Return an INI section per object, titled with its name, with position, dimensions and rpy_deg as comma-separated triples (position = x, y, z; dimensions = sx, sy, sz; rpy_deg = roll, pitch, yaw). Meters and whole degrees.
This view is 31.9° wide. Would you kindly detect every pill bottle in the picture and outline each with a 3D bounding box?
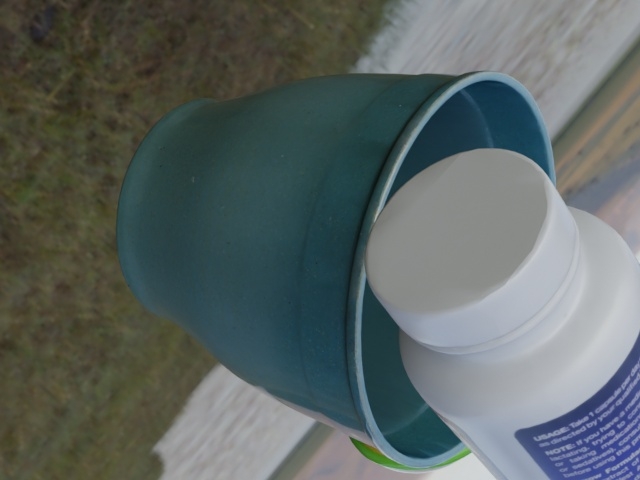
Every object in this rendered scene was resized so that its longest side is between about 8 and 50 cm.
[pill bottle]
position = 0.100, 0.049, 0.503
dimensions = 0.112, 0.112, 0.187
rpy_deg = -49, 131, -10

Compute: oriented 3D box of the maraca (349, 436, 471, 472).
[maraca]
position = 0.114, 0.163, 1.084
dimensions = 0.185, 0.127, 0.099
rpy_deg = -15, 135, -14

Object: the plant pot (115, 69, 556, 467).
[plant pot]
position = 0.000, 0.000, 0.829
dimensions = 0.271, 0.255, 0.272
rpy_deg = -22, 118, -50
